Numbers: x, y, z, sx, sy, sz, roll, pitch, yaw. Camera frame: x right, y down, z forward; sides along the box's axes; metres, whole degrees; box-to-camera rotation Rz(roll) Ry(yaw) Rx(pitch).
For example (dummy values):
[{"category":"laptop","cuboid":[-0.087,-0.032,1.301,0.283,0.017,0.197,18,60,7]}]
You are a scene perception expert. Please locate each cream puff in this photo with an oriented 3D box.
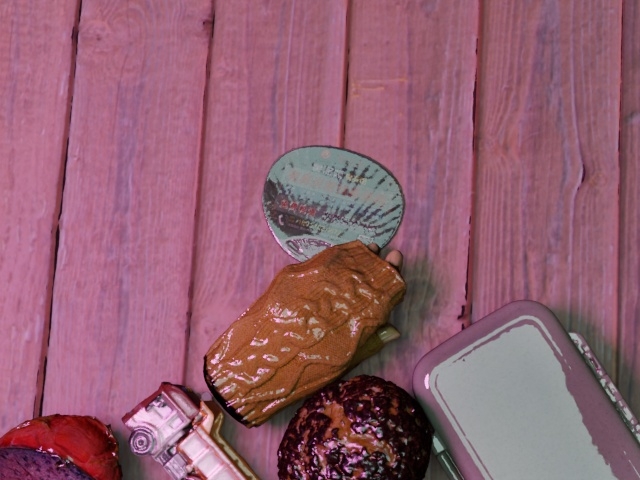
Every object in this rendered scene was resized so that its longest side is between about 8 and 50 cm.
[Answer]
[{"category":"cream puff","cuboid":[0.043,0.301,1.841,0.239,0.239,0.165,-43,119,-5]}]

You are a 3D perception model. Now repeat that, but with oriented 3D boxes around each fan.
[{"category":"fan","cuboid":[0.030,-0.016,2.018,0.223,0.012,0.294,-12,80,-1]}]

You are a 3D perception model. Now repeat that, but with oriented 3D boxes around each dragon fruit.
[{"category":"dragon fruit","cuboid":[-0.379,0.324,1.910,0.218,0.224,0.148,46,44,-24]}]

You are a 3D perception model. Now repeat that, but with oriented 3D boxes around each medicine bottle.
[{"category":"medicine bottle","cuboid":[0.317,0.290,1.891,0.282,0.123,0.375,-31,80,-3]}]

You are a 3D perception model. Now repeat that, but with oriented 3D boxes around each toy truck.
[{"category":"toy truck","cuboid":[-0.171,0.335,1.915,0.135,0.114,0.270,-43,81,-1]}]

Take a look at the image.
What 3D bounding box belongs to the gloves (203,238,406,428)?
[{"category":"gloves","cuboid":[-0.011,0.135,1.914,0.356,0.155,0.203,-41,101,-9]}]
